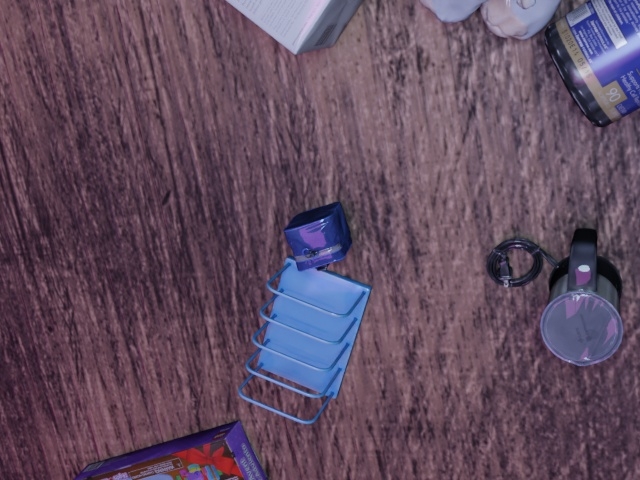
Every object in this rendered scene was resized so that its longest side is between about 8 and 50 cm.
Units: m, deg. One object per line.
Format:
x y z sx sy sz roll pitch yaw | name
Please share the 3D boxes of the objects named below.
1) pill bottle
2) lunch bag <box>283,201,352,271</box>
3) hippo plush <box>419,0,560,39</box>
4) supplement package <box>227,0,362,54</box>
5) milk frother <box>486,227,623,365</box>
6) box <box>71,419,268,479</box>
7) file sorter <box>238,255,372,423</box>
0.345 -0.216 0.842 0.219 0.123 0.122 -30 96 25 | pill bottle
0.000 0.000 1.043 0.067 0.098 0.065 -17 104 17 | lunch bag
0.182 -0.279 0.795 0.294 0.236 0.234 12 123 14 | hippo plush
-0.065 -0.335 0.936 0.244 0.139 0.133 39 114 5 | supplement package
0.258 0.061 0.954 0.143 0.135 0.129 -17 100 23 | milk frother
-0.206 0.399 1.263 0.293 0.057 0.200 -21 100 23 | box
-0.024 0.129 1.089 0.118 0.104 0.170 20 112 11 | file sorter
